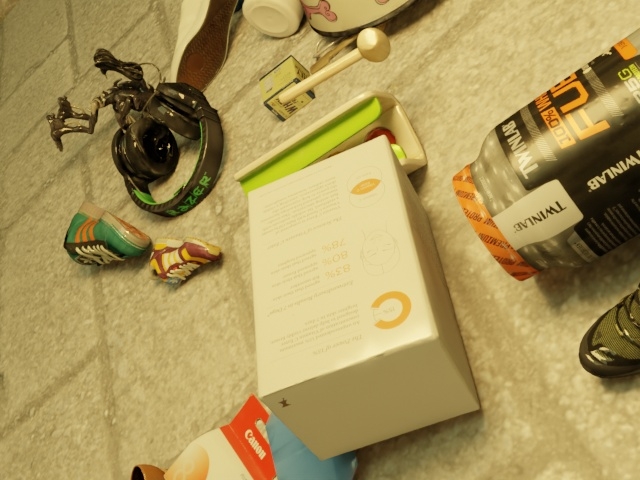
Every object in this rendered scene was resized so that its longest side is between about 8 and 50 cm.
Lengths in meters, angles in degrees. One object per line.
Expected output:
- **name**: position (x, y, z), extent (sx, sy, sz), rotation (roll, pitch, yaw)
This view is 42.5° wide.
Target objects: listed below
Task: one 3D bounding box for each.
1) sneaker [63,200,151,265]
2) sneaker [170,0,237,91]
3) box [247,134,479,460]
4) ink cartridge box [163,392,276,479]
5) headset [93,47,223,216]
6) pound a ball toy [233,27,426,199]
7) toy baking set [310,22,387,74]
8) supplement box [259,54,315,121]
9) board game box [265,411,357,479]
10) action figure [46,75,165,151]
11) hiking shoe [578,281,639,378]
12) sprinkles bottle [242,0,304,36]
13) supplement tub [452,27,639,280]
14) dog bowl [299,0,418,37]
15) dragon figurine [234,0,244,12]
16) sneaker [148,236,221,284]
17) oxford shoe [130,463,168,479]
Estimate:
- **sneaker**: position (-0.438, 0.006, 1.661), extent (0.302, 0.108, 0.121), rotation (18, 76, 57)
- **sneaker**: position (-0.265, -0.454, 1.805), extent (0.123, 0.106, 0.290), rotation (25, 94, 49)
- **box**: position (0.043, 0.065, 1.050), extent (0.215, 0.168, 0.345), rotation (-22, 44, 14)
- **ink cartridge box**: position (-0.134, 0.321, 1.176), extent (0.179, 0.045, 0.145), rotation (-53, 40, 3)
- **headset**: position (-0.340, -0.232, 1.660), extent (0.243, 0.185, 0.394), rotation (-42, 53, 22)
- **pound a ball toy**: position (0.020, -0.155, 1.279), extent (0.319, 0.136, 0.208), rotation (-30, 80, 26)
- **toy baking set**: position (0.073, -0.411, 1.529), extent (0.197, 0.030, 0.256), rotation (-13, 47, 45)
- **supplement box**: position (-0.063, -0.285, 1.542), extent (0.083, 0.056, 0.083), rotation (-34, 43, 22)
- **board game box**: position (-0.004, 0.273, 1.090), extent (0.133, 0.033, 0.168), rotation (-35, 55, 27)
- **action figure**: position (-0.472, -0.289, 1.888), extent (0.276, 0.141, 0.164), rotation (-14, 39, 4)
- **hiking shoe**: position (0.351, 0.053, 0.845), extent (0.227, 0.114, 0.086), rotation (-40, 41, 15)
- **sprinkles bottle**: position (-0.054, -0.597, 1.712), extent (0.121, 0.121, 0.355), rotation (-6, 58, 42)
- **supplement tub**: position (0.320, -0.097, 0.925), extent (0.316, 0.193, 0.193), rotation (-35, 43, 20)
- **dog bowl**: position (0.098, -0.569, 1.488), extent (0.408, 0.150, 0.408), rotation (-28, 39, 26)
- **dragon figurine**: position (-0.218, -0.579, 1.886), extent (0.289, 0.085, 0.144), rotation (-24, 47, 29)
- **sneaker**: position (-0.244, 0.041, 1.478), extent (0.185, 0.070, 0.083), rotation (-1, 70, 51)
- **oxford shoe**: position (-0.265, 0.431, 1.198), extent (0.076, 0.076, 0.212), rotation (-25, 49, 27)
